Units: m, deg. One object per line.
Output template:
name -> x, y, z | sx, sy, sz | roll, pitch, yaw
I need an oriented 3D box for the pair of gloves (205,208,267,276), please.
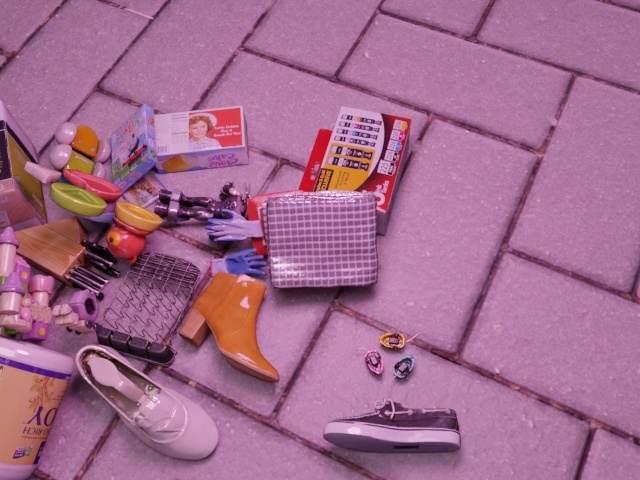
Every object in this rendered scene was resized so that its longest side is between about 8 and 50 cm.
pair of gloves -> -0.217, 0.015, 1.662 | 0.159, 0.023, 0.198 | -1, 102, 11

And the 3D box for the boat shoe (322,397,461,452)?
boat shoe -> 0.159, 0.407, 1.444 | 0.306, 0.113, 0.104 | 1, 55, 0

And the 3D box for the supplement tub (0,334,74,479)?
supplement tub -> -0.709, 0.383, 1.410 | 0.241, 0.241, 0.331 | 14, 76, 10

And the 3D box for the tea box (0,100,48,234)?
tea box -> -0.953, -0.152, 1.741 | 0.329, 0.220, 0.323 | -17, 61, -6

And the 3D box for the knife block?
knife block -> -0.670, 0.068, 1.681 | 0.276, 0.088, 0.242 | -15, 61, -6

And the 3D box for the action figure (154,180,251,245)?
action figure -> -0.296, -0.085, 1.746 | 0.285, 0.099, 0.185 | 6, 55, 2

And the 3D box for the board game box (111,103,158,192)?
board game box -> -0.526, -0.260, 1.822 | 0.160, 0.039, 0.211 | -34, 50, 26

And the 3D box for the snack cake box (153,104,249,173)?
snack cake box -> -0.344, -0.290, 1.859 | 0.265, 0.089, 0.152 | -6, 60, -1

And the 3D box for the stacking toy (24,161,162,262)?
stacking toy -> -0.592, -0.069, 1.631 | 0.309, 0.280, 0.130 | 32, 102, 35

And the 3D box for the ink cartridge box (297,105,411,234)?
ink cartridge box -> 0.082, -0.200, 1.765 | 0.272, 0.130, 0.309 | 12, 63, 10

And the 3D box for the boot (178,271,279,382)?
boot -> -0.181, 0.198, 1.578 | 0.295, 0.104, 0.211 | 24, 65, 19

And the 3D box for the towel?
towel -> 0.000, 0.000, 1.594 | 0.284, 0.235, 0.121 | -3, 17, 1

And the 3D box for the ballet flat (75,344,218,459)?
ballet flat -> -0.415, 0.367, 1.482 | 0.400, 0.139, 0.139 | 31, 68, 18

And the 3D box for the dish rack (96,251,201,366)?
dish rack -> -0.424, 0.161, 1.631 | 0.208, 0.074, 0.271 | 15, 62, 9

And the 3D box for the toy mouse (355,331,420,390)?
toy mouse -> 0.164, 0.293, 1.549 | 0.161, 0.031, 0.143 | -2, 61, 2

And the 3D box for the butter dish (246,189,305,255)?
butter dish -> -0.107, -0.054, 1.710 | 0.160, 0.118, 0.160 | -9, 103, -2

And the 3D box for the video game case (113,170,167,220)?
video game case -> -0.529, -0.129, 1.823 | 0.166, 0.015, 0.119 | -37, 65, -16

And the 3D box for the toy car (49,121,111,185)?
toy car -> -0.695, -0.232, 1.829 | 0.136, 0.159, 0.182 | -19, 56, 32

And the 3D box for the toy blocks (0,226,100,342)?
toy blocks -> -0.724, 0.087, 1.534 | 0.309, 0.288, 0.260 | -11, 66, 15
